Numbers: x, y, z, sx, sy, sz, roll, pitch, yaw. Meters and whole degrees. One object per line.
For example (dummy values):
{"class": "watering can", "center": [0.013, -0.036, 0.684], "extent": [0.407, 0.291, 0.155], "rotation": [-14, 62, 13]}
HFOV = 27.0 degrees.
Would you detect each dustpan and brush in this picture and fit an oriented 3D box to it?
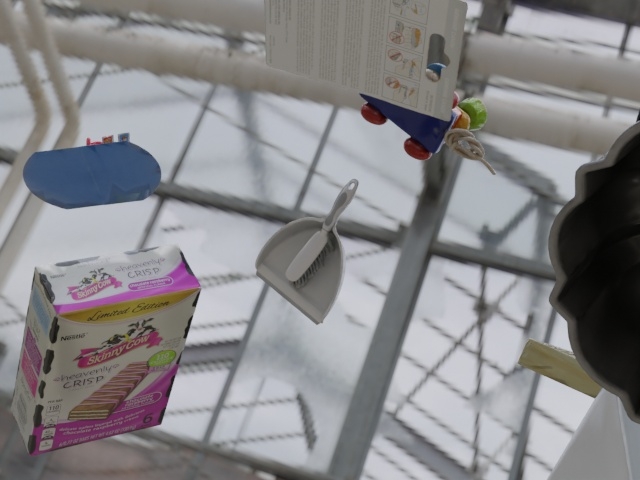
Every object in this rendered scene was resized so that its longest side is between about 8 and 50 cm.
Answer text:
{"class": "dustpan and brush", "center": [0.000, 0.000, 1.981], "extent": [0.147, 0.211, 0.060], "rotation": [38, 5, 23]}

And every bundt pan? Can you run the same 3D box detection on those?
{"class": "bundt pan", "center": [0.354, 0.016, 1.057], "extent": [0.330, 0.124, 0.331], "rotation": [15, -55, 21]}

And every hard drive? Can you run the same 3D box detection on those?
{"class": "hard drive", "center": [0.285, 0.296, 1.386], "extent": [0.040, 0.203, 0.307], "rotation": [5, -38, -7]}

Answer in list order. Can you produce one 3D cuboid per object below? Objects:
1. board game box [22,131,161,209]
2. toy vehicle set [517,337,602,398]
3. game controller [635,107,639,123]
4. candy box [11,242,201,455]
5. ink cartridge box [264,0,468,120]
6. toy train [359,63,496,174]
{"class": "board game box", "center": [-0.282, -0.092, 1.655], "extent": [0.168, 0.033, 0.133], "rotation": [-7, -30, 2]}
{"class": "toy vehicle set", "center": [0.371, 0.184, 1.695], "extent": [0.166, 0.035, 0.267], "rotation": [24, 2, 29]}
{"class": "game controller", "center": [0.602, -0.144, 1.862], "extent": [0.319, 0.166, 0.067], "rotation": [18, -3, 6]}
{"class": "candy box", "center": [-0.228, 0.117, 1.401], "extent": [0.159, 0.071, 0.233], "rotation": [-10, -40, -29]}
{"class": "ink cartridge box", "center": [0.050, -0.243, 1.486], "extent": [0.232, 0.066, 0.189], "rotation": [15, -36, 10]}
{"class": "toy train", "center": [0.185, -0.165, 1.850], "extent": [0.248, 0.143, 0.105], "rotation": [41, -58, 26]}
